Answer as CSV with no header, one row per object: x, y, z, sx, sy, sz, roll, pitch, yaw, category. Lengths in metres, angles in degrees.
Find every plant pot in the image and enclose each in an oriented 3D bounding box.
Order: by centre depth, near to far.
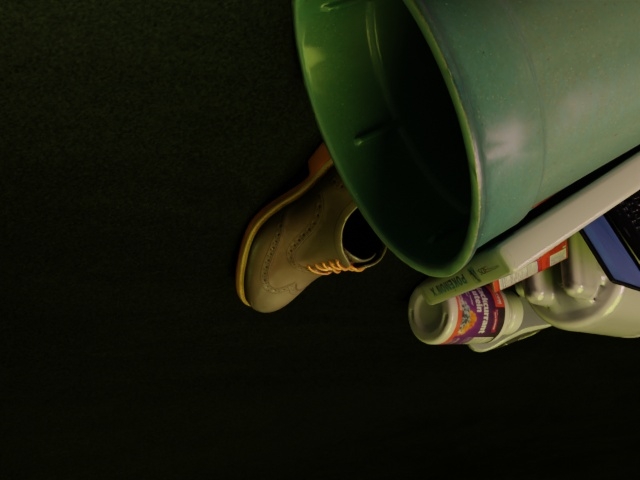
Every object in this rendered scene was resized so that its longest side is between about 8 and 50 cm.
0.194,-0.185,0.949,0.334,0.341,0.341,-24,150,-17,plant pot

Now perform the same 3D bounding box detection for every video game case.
0.287,-0.038,1.096,0.329,0.036,0.300,-31,176,-13,video game case

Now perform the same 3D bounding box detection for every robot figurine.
0.476,0.057,1.587,0.353,0.200,0.300,11,165,-44,robot figurine

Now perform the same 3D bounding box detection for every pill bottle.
0.253,0.122,1.622,0.193,0.108,0.108,3,139,-38,pill bottle

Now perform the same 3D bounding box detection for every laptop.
0.482,-0.051,1.399,0.264,0.234,0.136,-22,149,-3,laptop

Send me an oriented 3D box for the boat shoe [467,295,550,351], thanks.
0.379,0.149,1.786,0.228,0.080,0.076,-28,166,1,boat shoe

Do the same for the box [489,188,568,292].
0.267,-0.050,1.360,0.128,0.123,0.257,-26,148,0,box

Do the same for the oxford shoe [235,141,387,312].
0.000,0.000,1.244,0.130,0.133,0.364,1,140,-36,oxford shoe
